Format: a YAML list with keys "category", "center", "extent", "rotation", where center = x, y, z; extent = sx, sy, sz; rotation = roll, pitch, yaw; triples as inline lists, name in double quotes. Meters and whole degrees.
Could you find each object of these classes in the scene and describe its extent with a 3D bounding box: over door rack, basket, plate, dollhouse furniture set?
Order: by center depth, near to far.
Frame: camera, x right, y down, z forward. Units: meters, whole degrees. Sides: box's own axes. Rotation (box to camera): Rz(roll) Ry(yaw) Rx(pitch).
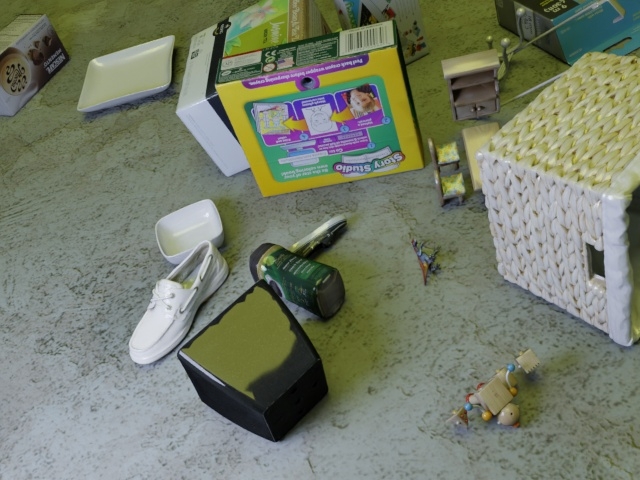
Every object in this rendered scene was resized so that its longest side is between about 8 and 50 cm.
- category: "basket"
  center: [0.465, -0.084, 1.228]
  extent: [0.331, 0.328, 0.266]
  rotation: [-41, 44, -19]
- category: "dollhouse furniture set"
  center: [0.312, -0.218, 1.493]
  extent: [0.212, 0.161, 0.242]
  rotation: [-11, 63, 10]
- category: "over door rack"
  center: [0.451, -0.399, 1.630]
  extent: [0.324, 0.108, 0.240]
  rotation: [-9, 43, 47]
- category: "plate"
  center: [-0.546, -0.471, 2.212]
  extent: [0.277, 0.045, 0.278]
  rotation: [-15, 43, 7]

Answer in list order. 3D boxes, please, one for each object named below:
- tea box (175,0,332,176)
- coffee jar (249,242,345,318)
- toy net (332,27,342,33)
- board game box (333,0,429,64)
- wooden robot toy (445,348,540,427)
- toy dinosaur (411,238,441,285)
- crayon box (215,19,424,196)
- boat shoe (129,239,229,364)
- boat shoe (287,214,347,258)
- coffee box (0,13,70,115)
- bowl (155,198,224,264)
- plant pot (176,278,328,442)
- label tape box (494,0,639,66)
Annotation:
- category: "tea box"
  center: [-0.128, -0.375, 1.788]
  extent: [0.323, 0.220, 0.329]
  rotation: [-21, 42, 17]
- category: "coffee jar"
  center: [-0.047, 0.071, 1.435]
  extent: [0.184, 0.096, 0.079]
  rotation: [21, 54, 35]
- category: "toy net"
  center: [0.017, -0.565, 2.089]
  extent: [0.232, 0.045, 0.122]
  rotation: [19, 56, 35]
- category: "board game box"
  center: [0.140, -0.543, 1.828]
  extent: [0.193, 0.305, 0.053]
  rotation: [-28, 41, -9]
- category: "wooden robot toy"
  center: [0.277, 0.246, 1.174]
  extent: [0.173, 0.076, 0.079]
  rotation: [-37, 80, -17]
- category: "toy dinosaur"
  center: [0.187, 0.029, 1.431]
  extent: [0.090, 0.047, 0.082]
  rotation: [-49, 30, -14]
- category: "crayon box"
  center: [0.009, -0.259, 1.586]
  extent: [0.362, 0.313, 0.106]
  rotation: [-9, 47, 12]
- category: "boat shoe"
  center: [-0.286, 0.110, 1.487]
  extent: [0.098, 0.096, 0.277]
  rotation: [12, 52, 30]
- category: "boat shoe"
  center: [0.000, 0.000, 1.532]
  extent: [0.142, 0.049, 0.040]
  rotation: [-34, 77, -16]
- category: "coffee box"
  center: [-0.919, -0.535, 2.331]
  extent: [0.118, 0.168, 0.297]
  rotation: [8, 49, 28]
- category: "bowl"
  center: [-0.273, -0.012, 1.637]
  extent: [0.142, 0.053, 0.142]
  rotation: [-24, 44, -3]
- category: "plant pot"
  center: [-0.092, 0.212, 1.258]
  extent: [0.167, 0.188, 0.187]
  rotation: [36, 66, 29]
- category: "label tape box"
  center: [0.604, -0.543, 1.797]
  extent: [0.240, 0.106, 0.334]
  rotation: [-30, 43, -9]
